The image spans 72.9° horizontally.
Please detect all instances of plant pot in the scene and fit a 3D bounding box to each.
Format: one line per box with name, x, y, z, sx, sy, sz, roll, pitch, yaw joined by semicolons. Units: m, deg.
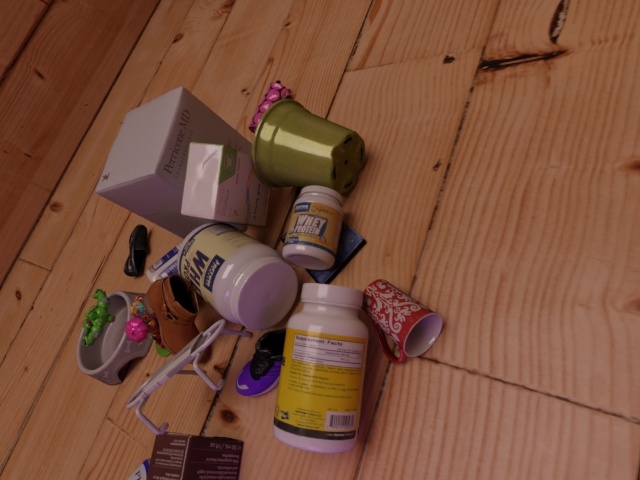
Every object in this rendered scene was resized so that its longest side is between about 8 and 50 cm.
plant pot;-0.018;-0.256;1.283;0.253;0.276;0.276;23;81;31

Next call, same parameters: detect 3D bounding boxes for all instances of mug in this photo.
mug;0.164;0.181;0.986;0.150;0.113;0.169;-51;44;0

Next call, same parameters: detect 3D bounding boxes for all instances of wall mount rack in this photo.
wall mount rack;-0.330;0.337;1.149;0.350;0.130;0.304;-39;10;12

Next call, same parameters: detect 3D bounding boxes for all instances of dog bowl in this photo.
dog bowl;-0.758;0.345;1.592;0.348;0.102;0.349;-18;56;29

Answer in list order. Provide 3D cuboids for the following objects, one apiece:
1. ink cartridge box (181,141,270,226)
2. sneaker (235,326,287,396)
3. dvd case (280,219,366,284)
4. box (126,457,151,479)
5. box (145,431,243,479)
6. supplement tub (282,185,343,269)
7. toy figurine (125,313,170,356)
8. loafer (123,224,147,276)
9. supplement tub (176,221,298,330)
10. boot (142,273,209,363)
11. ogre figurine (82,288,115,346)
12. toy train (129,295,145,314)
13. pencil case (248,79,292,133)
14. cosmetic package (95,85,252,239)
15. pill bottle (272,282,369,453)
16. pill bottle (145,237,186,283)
ink cartridge box;-0.252;-0.154;1.320;0.119;0.353;0.207;8;91;22
sneaker;-0.133;0.297;1.117;0.293;0.146;0.102;-37;49;15
dvd case;0.000;0.000;1.267;0.180;0.022;0.253;-49;47;6
box;-0.484;0.706;1.206;0.137;0.072;0.126;-48;48;4
box;-0.321;0.668;1.024;0.143;0.191;0.382;-11;60;32
supplement tub;-0.016;-0.033;1.181;0.144;0.144;0.200;-3;65;36
toy figurine;-0.573;0.289;1.444;0.130;0.159;0.173;-47;47;6
loafer;-0.740;0.039;1.769;0.078;0.076;0.224;-8;66;28
supplement tub;-0.242;0.097;1.248;0.324;0.235;0.236;25;82;43
boot;-0.388;0.228;1.255;0.220;0.109;0.284;-29;93;45
ogre figurine;-0.785;0.271;1.520;0.118;0.097;0.197;-8;49;47
toy train;-0.594;0.207;1.504;0.125;0.046;0.166;-11;8;-8
pencil case;-0.189;-0.494;1.639;0.098;0.095;0.210;20;80;21
cosmetic package;-0.468;-0.237;1.495;0.327;0.393;0.330;-7;63;34
pill bottle;0.008;0.271;0.964;0.187;0.187;0.335;0;76;37
pill bottle;-0.420;0.073;1.423;0.264;0.153;0.153;-41;46;-12
